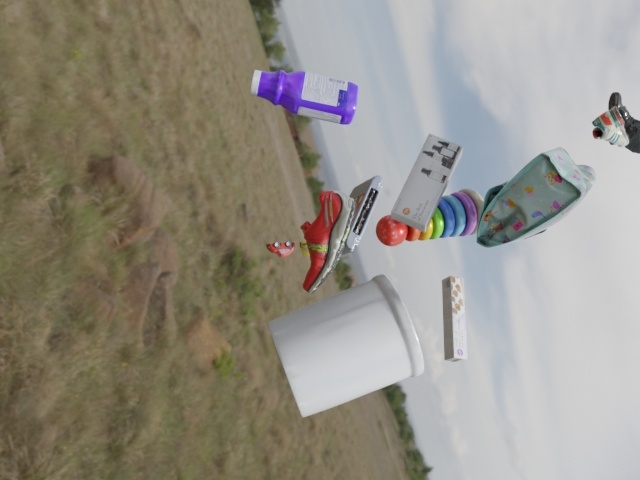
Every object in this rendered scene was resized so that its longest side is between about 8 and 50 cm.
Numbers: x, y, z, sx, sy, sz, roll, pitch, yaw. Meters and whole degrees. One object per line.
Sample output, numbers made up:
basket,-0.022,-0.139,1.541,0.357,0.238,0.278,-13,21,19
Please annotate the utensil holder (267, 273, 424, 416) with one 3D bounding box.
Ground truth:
utensil holder,0.068,0.317,1.878,0.327,0.385,0.328,160,-90,-84

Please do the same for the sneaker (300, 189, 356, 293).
sneaker,0.000,0.000,1.567,0.107,0.118,0.279,-41,153,-68

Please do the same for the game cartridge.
game cartridge,0.121,-0.085,2.238,0.294,0.060,0.196,-66,-168,-19

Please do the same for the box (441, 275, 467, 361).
box,0.509,0.296,2.370,0.067,0.063,0.324,139,-41,-57

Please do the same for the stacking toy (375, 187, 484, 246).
stacking toy,0.307,-0.057,1.773,0.141,0.330,0.141,39,-45,54

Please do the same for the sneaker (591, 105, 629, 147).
sneaker,0.728,-0.277,1.572,0.161,0.075,0.057,32,40,-53

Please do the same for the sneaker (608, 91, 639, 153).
sneaker,0.821,-0.315,1.663,0.051,0.089,0.170,-67,152,-68

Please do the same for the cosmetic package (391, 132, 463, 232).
cosmetic package,0.274,-0.150,1.603,0.239,0.099,0.060,-64,164,-12

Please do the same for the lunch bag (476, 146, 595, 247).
lunch bag,0.503,-0.091,1.504,0.160,0.262,0.223,52,33,12

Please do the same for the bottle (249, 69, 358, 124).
bottle,-0.043,-0.389,1.650,0.092,0.282,0.118,110,-11,-58

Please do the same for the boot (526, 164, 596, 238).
boot,0.606,-0.087,1.625,0.258,0.095,0.123,-44,-161,52

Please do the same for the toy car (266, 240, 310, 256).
toy car,-0.036,0.023,2.133,0.239,0.225,0.053,-1,85,-48
